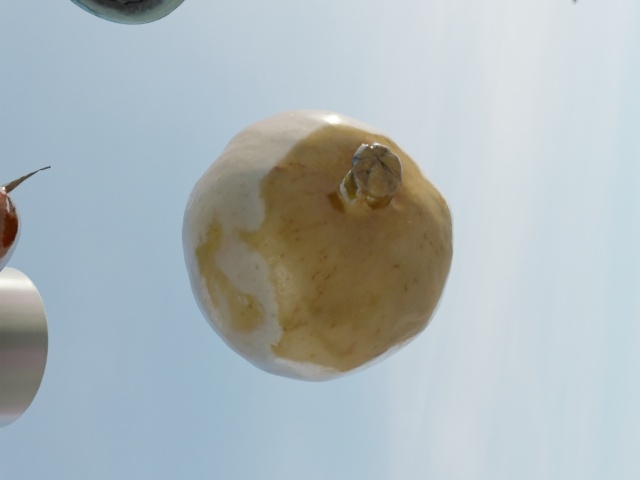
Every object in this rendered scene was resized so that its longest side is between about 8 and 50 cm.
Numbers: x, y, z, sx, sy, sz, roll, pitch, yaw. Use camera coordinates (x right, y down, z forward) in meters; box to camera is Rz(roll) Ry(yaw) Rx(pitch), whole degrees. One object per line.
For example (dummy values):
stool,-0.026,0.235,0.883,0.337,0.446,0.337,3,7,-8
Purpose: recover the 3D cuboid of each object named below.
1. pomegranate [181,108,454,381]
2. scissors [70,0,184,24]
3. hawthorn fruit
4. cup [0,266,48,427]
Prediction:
pomegranate,0.000,0.000,1.054,0.411,0.411,0.412,-26,-57,-51
scissors,-0.123,-0.253,0.247,0.256,0.029,0.383,-41,-38,17
hawthorn fruit,-0.418,-0.024,0.852,0.189,0.149,0.149,-51,-30,13
cup,-0.598,0.147,1.045,0.371,0.253,0.254,14,-91,-55
